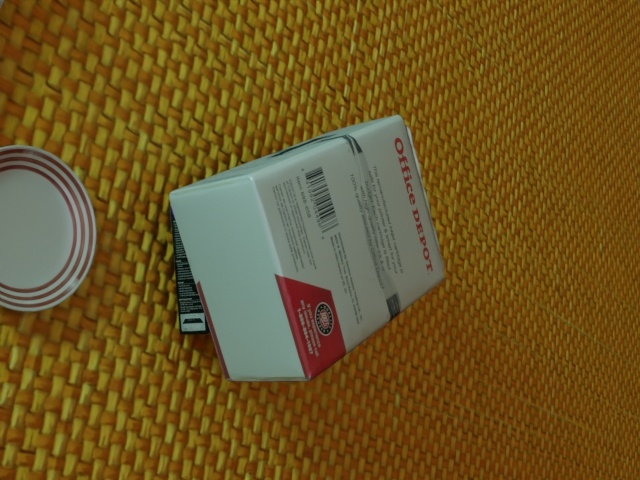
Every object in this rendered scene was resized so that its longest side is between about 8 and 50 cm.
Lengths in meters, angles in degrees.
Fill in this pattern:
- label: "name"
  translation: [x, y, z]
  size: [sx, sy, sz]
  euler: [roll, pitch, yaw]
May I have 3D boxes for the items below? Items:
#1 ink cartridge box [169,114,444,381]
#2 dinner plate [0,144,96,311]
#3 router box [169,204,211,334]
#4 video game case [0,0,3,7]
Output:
- label: "ink cartridge box"
  translation: [0.000, 0.000, 0.939]
  size: [0.273, 0.114, 0.196]
  euler: [-28, 106, -50]
- label: "dinner plate"
  translation: [-0.251, -0.010, 0.775]
  size: [0.141, 0.017, 0.141]
  euler: [7, 81, -52]
- label: "router box"
  translation: [-0.076, 0.026, 0.971]
  size: [0.179, 0.046, 0.133]
  euler: [-1, 86, -52]
- label: "video game case"
  translation: [-0.353, -0.145, 0.653]
  size: [0.204, 0.025, 0.285]
  euler: [38, 57, -44]
